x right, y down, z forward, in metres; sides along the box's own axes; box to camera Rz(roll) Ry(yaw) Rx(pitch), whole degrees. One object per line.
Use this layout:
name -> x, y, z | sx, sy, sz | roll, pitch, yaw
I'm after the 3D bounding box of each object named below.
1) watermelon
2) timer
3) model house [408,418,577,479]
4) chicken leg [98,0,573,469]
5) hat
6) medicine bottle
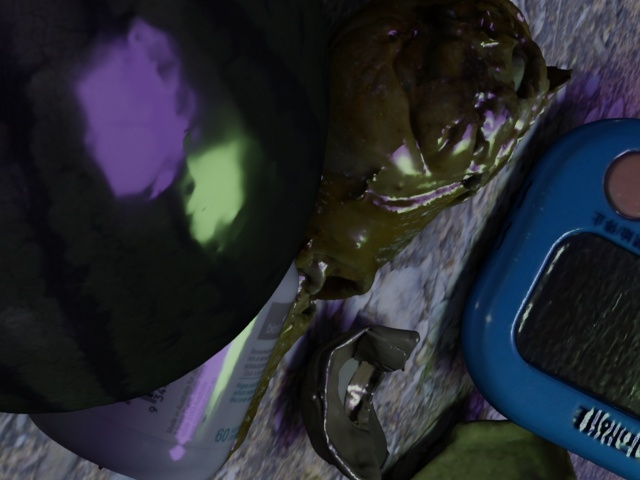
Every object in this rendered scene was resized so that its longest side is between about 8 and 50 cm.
watermelon -> -0.133, -0.065, 0.870 | 0.279, 0.279, 0.359 | -55, 153, -19
timer -> 0.313, 0.065, 1.869 | 0.309, 0.340, 0.115 | -63, -169, -1
model house -> 0.195, 0.345, 1.916 | 0.266, 0.321, 0.261 | -40, 153, -44
chicken leg -> 0.000, 0.000, 1.374 | 0.429, 0.152, 0.201 | -54, 163, -2
hat -> 0.026, 0.133, 1.658 | 0.175, 0.085, 0.147 | -36, 139, -87
medicine bottle -> -0.086, 0.030, 1.230 | 0.135, 0.135, 0.215 | 7, 109, -65
